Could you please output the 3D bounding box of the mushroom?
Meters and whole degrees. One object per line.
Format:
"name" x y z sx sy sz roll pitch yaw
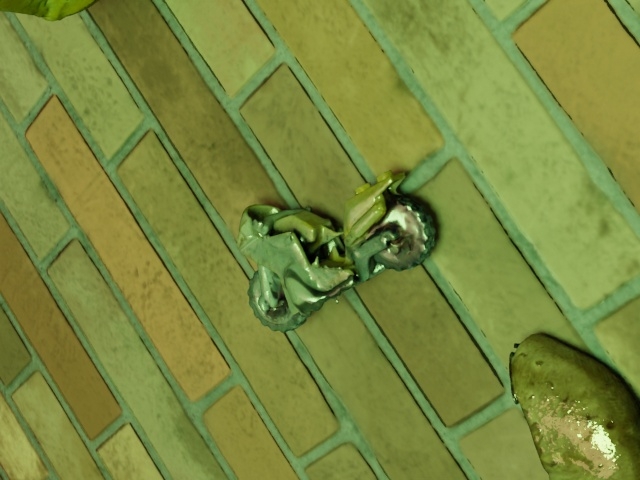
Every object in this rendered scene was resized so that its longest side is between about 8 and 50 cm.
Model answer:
"mushroom" 0.237 0.176 1.056 0.094 0.072 0.209 -21 90 32

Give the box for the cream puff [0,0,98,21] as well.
"cream puff" -0.320 -0.344 1.153 0.275 0.323 0.269 2 83 24

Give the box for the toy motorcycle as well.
"toy motorcycle" 0.000 0.000 1.175 0.229 0.094 0.129 -29 84 36
